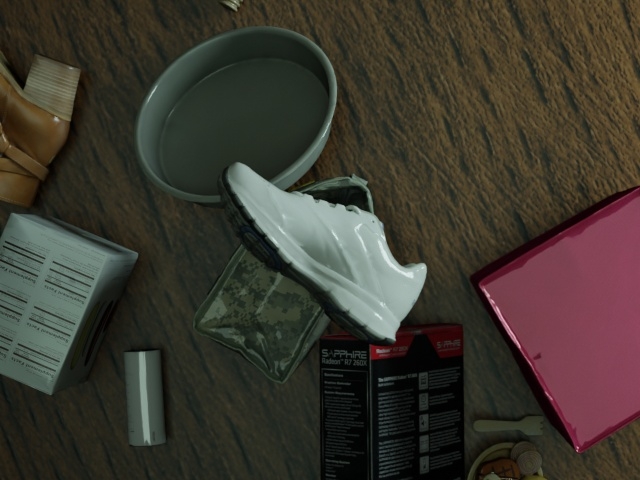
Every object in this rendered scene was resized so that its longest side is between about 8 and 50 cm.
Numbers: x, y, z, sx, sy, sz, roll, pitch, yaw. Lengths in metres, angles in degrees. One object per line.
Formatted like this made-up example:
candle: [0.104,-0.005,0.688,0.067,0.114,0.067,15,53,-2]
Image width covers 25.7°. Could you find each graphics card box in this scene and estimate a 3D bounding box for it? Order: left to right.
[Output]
graphics card box: [0.100,0.301,1.870,0.094,0.232,0.371,-2,90,37]

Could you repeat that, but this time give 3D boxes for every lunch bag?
lunch bag: [-0.033,0.027,1.877,0.169,0.235,0.287,33,91,0]

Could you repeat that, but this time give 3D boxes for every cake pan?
cake pan: [-0.111,-0.162,1.907,0.293,0.054,0.293,-10,56,15]

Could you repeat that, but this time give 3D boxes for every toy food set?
toy food set: [0.263,0.341,1.933,0.132,0.038,0.192,2,90,-23]

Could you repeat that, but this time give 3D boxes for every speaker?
speaker: [-0.249,0.220,1.981,0.055,0.055,0.136,-4,89,4]

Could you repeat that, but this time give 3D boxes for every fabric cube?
fabric cube: [0.369,0.097,1.841,0.254,0.258,0.259,-30,88,2]

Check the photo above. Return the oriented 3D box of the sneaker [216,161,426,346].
sneaker: [0.000,0.000,1.720,0.297,0.111,0.129,41,76,-10]

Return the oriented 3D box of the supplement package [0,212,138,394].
supplement package: [-0.370,0.083,1.919,0.149,0.194,0.203,23,92,4]

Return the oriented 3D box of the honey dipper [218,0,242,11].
honey dipper: [-0.093,-0.400,1.988,0.030,0.030,0.161,29,88,3]

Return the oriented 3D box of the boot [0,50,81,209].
boot: [-0.495,-0.183,1.985,0.283,0.109,0.220,20,95,-4]
